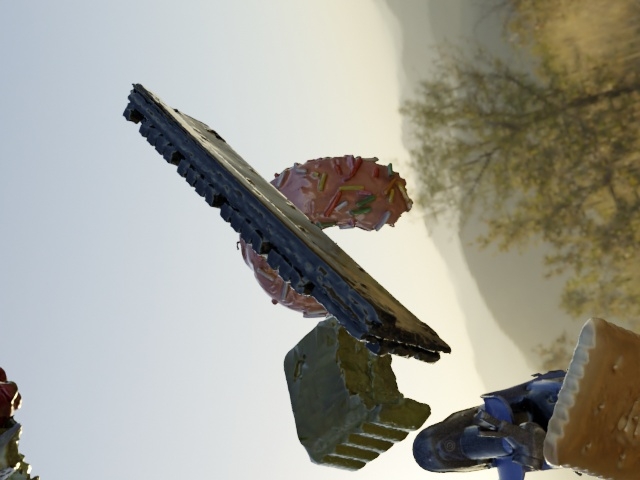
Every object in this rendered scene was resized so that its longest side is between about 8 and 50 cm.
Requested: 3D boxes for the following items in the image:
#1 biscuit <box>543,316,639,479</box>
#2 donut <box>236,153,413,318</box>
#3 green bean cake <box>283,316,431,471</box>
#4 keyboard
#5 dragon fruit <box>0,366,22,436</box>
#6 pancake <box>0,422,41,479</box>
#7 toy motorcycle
[{"bbox_3d":[0.343,0.185,0.985,0.250,0.160,0.030,23,175,-33],"label":"biscuit"},{"bbox_3d":[0.000,0.000,1.144,0.085,0.199,0.233,-105,27,-50],"label":"donut"},{"bbox_3d":[0.052,0.235,1.532,0.124,0.233,0.236,20,-139,-36],"label":"green bean cake"},{"bbox_3d":[-0.026,-0.012,0.478,0.072,0.023,0.231,25,-166,-50],"label":"keyboard"},{"bbox_3d":[-0.702,0.344,1.763,0.198,0.273,0.218,11,113,53],"label":"dragon fruit"},{"bbox_3d":[-0.381,0.312,1.022,0.197,0.376,0.054,6,-132,-40],"label":"pancake"},{"bbox_3d":[0.291,0.225,1.140,0.212,0.359,0.125,136,123,-74],"label":"toy motorcycle"}]
